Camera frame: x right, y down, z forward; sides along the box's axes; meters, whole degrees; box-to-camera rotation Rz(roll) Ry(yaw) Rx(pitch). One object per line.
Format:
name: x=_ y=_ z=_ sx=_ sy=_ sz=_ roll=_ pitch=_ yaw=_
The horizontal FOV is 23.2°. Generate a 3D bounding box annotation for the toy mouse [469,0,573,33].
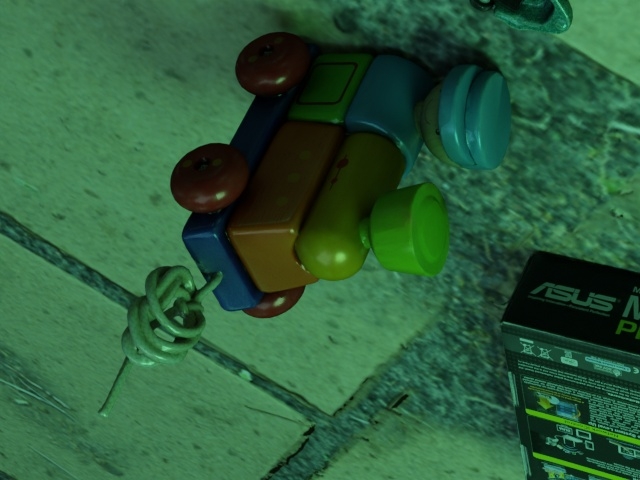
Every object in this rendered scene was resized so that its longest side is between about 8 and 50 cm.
toy mouse: x=0.092 y=-0.149 z=0.716 sx=0.143 sy=0.031 sz=0.161 roll=4 pitch=139 yaw=34

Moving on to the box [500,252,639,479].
box: x=0.251 y=0.122 z=0.940 sx=0.270 sy=0.060 sz=0.216 roll=13 pitch=145 yaw=25

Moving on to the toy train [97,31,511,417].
toy train: x=0.000 y=0.000 z=0.797 sx=0.143 sy=0.248 sz=0.105 roll=2 pitch=138 yaw=30
